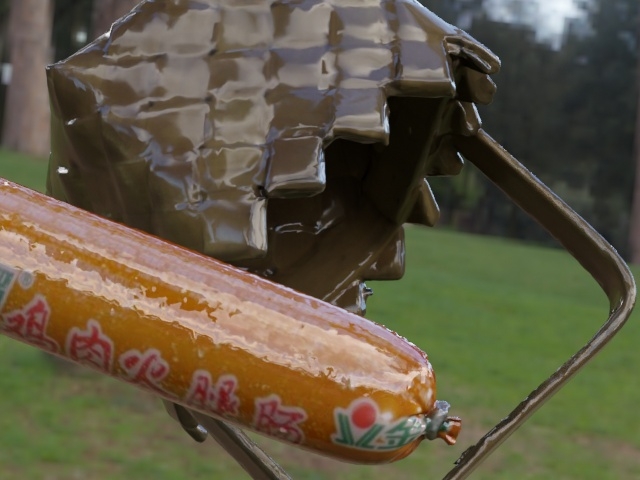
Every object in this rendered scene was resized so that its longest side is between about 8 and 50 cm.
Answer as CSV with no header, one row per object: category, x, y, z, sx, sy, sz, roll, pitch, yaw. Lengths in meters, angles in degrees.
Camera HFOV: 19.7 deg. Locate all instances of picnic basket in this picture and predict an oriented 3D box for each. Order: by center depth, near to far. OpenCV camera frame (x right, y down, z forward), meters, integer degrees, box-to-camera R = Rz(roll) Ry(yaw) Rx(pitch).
picnic basket,0.000,0.000,1.089,0.321,0.254,0.291,45,-25,13

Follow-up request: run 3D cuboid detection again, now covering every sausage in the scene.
sausage,-0.113,0.005,0.655,0.348,0.053,0.053,21,3,10
